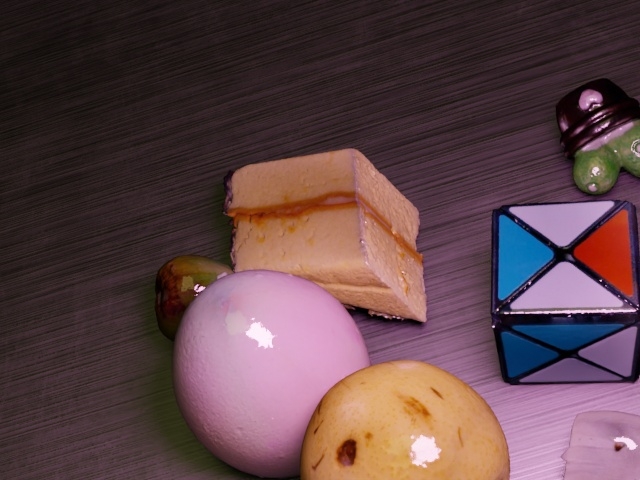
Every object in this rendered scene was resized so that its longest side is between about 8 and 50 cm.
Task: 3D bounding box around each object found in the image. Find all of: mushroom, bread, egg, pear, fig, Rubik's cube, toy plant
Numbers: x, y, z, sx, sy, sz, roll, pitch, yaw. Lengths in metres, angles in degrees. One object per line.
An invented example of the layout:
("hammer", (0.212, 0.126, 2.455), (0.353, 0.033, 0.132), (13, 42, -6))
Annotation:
("mushroom", (0.548, 0.361, 1.540), (0.329, 0.122, 0.159), (2, 90, 19))
("bread", (0.000, 0.000, 1.953), (0.405, 0.242, 0.345), (-14, 45, 30))
("egg", (-0.103, 0.204, 1.697), (0.355, 0.340, 0.354), (-9, 52, 11))
("pear", (0.131, 0.358, 1.508), (0.348, 0.348, 0.348), (-8, 51, 10))
("fig", (-0.242, 0.112, 1.914), (0.191, 0.181, 0.181), (-3, 52, 6))
("Rubik's cube", (0.431, 0.094, 1.682), (0.246, 0.248, 0.250), (-3, 54, 15))
("toy plant", (0.589, -0.204, 1.932), (0.218, 0.175, 0.235), (-26, 78, 4))
